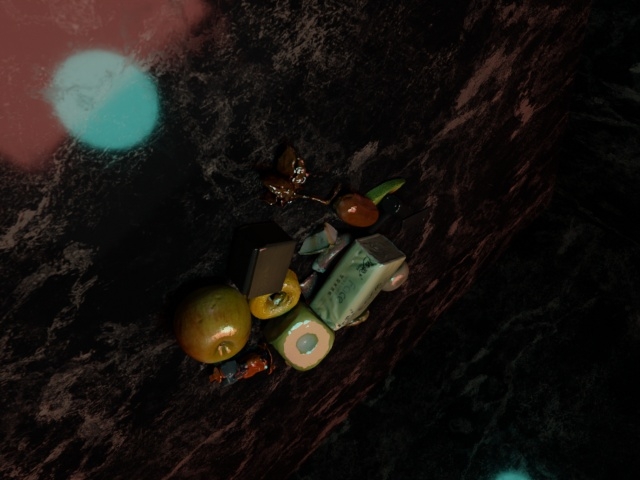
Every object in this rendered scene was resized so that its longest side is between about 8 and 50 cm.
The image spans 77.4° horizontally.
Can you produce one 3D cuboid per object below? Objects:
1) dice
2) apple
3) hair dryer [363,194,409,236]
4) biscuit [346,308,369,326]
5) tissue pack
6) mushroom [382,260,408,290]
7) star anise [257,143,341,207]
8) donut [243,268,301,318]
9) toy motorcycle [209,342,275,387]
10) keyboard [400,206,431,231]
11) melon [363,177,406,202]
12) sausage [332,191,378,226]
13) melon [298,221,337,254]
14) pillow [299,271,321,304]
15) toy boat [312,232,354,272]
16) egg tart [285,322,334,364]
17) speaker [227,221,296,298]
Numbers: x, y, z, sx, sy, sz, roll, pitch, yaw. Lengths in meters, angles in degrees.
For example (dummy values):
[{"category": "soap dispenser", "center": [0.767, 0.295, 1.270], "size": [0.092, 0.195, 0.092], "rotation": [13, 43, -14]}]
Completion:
[{"category": "dice", "center": [-0.095, 0.416, 1.788], "size": [0.227, 0.233, 0.238], "rotation": [-46, 112, -6]}, {"category": "apple", "center": [-0.377, 0.297, 1.420], "size": [0.286, 0.233, 0.286], "rotation": [-21, 146, -15]}, {"category": "hair dryer", "center": [0.301, -0.108, 1.905], "size": [0.251, 0.089, 0.197], "rotation": [-43, 161, 18]}, {"category": "biscuit", "center": [0.143, 0.386, 2.094], "size": [0.226, 0.226, 0.042], "rotation": [-22, 116, -32]}, {"category": "tissue pack", "center": [0.178, 0.187, 1.879], "size": [0.332, 0.205, 0.404], "rotation": [-10, 136, -59]}, {"category": "mushroom", "center": [0.363, 0.175, 2.177], "size": [0.206, 0.209, 0.206], "rotation": [-158, -90, -88]}, {"category": "star anise", "center": [-0.074, -0.199, 1.372], "size": [0.347, 0.148, 0.237], "rotation": [3, 124, -36]}, {"category": "donut", "center": [-0.202, 0.223, 1.673], "size": [0.254, 0.118, 0.253], "rotation": [-16, 135, -16]}, {"category": "toy motorcycle", "center": [-0.341, 0.574, 1.829], "size": [0.221, 0.147, 0.326], "rotation": [-39, 157, 27]}, {"category": "keyboard", "center": [0.518, -0.121, 2.175], "size": [0.231, 0.023, 0.072], "rotation": [-25, 132, -29]}, {"category": "melon", "center": [0.309, -0.222, 1.836], "size": [0.262, 0.053, 0.114], "rotation": [-30, 149, -23]}, {"category": "sausage", "center": [0.150, -0.124, 1.695], "size": [0.258, 0.133, 0.133], "rotation": [14, 112, -52]}, {"category": "melon", "center": [0.003, 0.004, 1.680], "size": [0.203, 0.139, 0.093], "rotation": [-34, 120, -15]}, {"category": "pillow", "center": [-0.045, 0.226, 1.891], "size": [0.118, 0.043, 0.185], "rotation": [-38, 140, -17]}, {"category": "toy boat", "center": [0.050, 0.046, 1.794], "size": [0.227, 0.085, 0.155], "rotation": [-42, 162, 2]}, {"category": "egg tart", "center": [-0.071, 0.521, 2.070], "size": [0.319, 0.128, 0.318], "rotation": [-25, 138, -25]}, {"category": "speaker", "center": [-0.215, 0.068, 1.466], "size": [0.193, 0.153, 0.230], "rotation": [-10, 130, -40]}]
